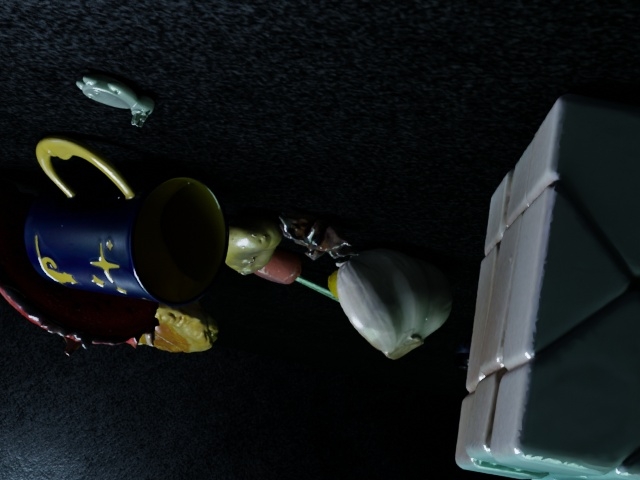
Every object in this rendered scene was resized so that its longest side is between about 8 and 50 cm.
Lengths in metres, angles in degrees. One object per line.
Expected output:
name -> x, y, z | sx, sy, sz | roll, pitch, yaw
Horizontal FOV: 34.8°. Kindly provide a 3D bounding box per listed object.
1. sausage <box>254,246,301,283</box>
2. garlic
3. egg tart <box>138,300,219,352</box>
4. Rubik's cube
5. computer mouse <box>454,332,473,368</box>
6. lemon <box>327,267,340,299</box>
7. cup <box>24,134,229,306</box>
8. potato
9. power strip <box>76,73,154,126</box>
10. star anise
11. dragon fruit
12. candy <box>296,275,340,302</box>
sausage -> -0.076, 0.042, 1.735 | 0.094, 0.054, 0.059 | 20, 165, -32
garlic -> 0.121, 0.081, 1.576 | 0.142, 0.178, 0.229 | -31, 167, 25
egg tart -> -0.393, 0.086, 1.933 | 0.443, 0.178, 0.443 | 13, 168, 3
Rubik's cube -> 0.320, 0.082, 0.961 | 0.321, 0.319, 0.316 | 10, 167, 2
computer mouse -> 0.366, 0.237, 2.112 | 0.137, 0.096, 0.233 | 10, 172, 28
lemon -> 0.055, 0.076, 1.753 | 0.092, 0.065, 0.065 | 7, 167, 19
cup -> -0.287, -0.045, 1.417 | 0.256, 0.255, 0.178 | 4, -157, 38
potato -> -0.106, 0.001, 1.532 | 0.091, 0.070, 0.138 | -2, 157, -19
power strip -> -0.216, -0.147, 1.075 | 0.083, 0.035, 0.055 | 21, 164, -29
star anise -> -0.003, 0.002, 1.480 | 0.124, 0.056, 0.129 | 22, 166, 7
dragon fruit -> -0.403, 0.065, 1.563 | 0.343, 0.100, 0.282 | 33, -154, -16
candy -> 0.007, 0.089, 1.861 | 0.335, 0.092, 0.093 | 26, -161, -26
